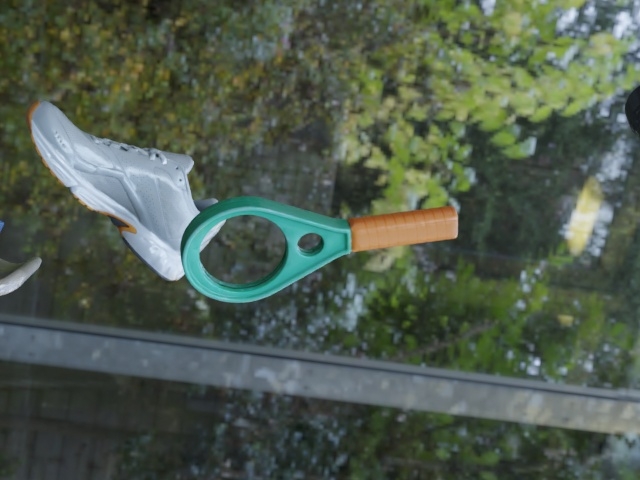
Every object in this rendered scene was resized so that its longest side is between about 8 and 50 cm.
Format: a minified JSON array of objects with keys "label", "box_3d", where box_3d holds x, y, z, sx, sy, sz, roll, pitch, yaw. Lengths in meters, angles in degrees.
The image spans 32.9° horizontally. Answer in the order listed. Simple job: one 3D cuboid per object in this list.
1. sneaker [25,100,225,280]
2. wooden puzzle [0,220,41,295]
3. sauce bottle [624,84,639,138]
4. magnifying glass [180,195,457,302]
[{"label":"sneaker","box_3d":[-0.215,-0.079,1.232,0.121,0.262,0.099,-43,-151,2]},{"label":"wooden puzzle","box_3d":[-0.476,-0.039,1.183,0.322,0.347,0.081,-167,-81,-79]},{"label":"sauce bottle","box_3d":[0.358,-0.006,0.962,0.111,0.111,0.344,106,-23,-51]},{"label":"magnifying glass","box_3d":[0.000,0.000,0.894,0.026,0.230,0.092,-114,-162,-57]}]
